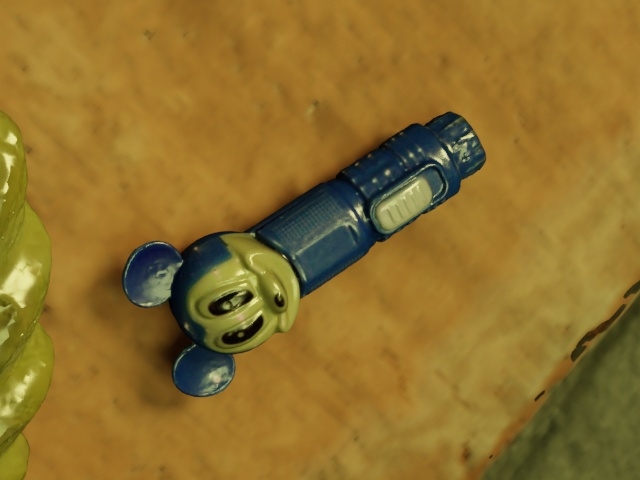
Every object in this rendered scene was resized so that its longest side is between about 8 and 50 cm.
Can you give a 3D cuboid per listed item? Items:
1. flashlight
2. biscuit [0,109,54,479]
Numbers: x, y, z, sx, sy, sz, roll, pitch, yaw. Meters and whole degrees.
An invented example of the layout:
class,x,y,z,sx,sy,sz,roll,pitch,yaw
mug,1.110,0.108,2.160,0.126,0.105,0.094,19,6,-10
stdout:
class,x,y,z,sx,sy,sz,roll,pitch,yaw
flashlight,0.000,0.000,0.583,0.121,0.035,0.057,-32,118,-13
biscuit,-0.166,0.046,0.517,0.187,0.036,0.273,23,96,-30
